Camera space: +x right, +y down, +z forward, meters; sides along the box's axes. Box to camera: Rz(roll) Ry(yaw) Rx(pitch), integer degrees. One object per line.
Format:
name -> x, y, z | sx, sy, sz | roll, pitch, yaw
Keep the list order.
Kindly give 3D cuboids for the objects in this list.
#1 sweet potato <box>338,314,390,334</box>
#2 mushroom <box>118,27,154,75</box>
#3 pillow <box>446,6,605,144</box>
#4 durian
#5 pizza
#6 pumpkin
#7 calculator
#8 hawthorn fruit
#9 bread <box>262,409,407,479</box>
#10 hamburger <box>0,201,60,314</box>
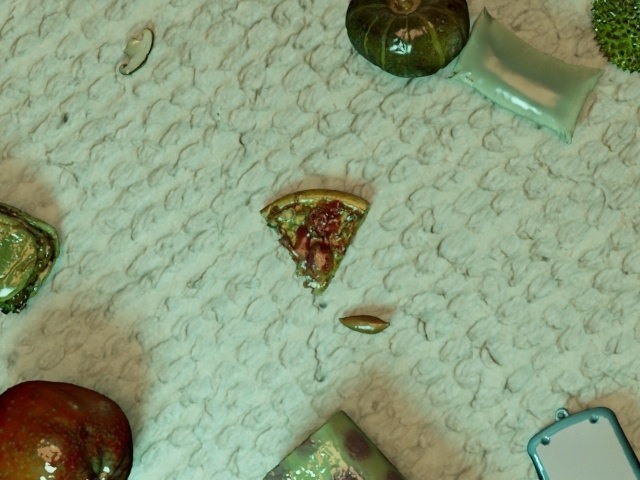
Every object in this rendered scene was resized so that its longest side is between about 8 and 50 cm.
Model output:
sweet potato -> 0.078, 0.149, 1.950 | 0.095, 0.034, 0.034 | 7, 85, 18
mushroom -> -0.341, -0.351, 2.047 | 0.049, 0.019, 0.101 | 32, 86, 7
pillow -> 0.363, -0.292, 1.935 | 0.254, 0.078, 0.144 | 30, 89, 9
durian -> 0.546, -0.406, 1.921 | 0.137, 0.095, 0.221 | 0, 79, 5
pizza -> 0.000, 0.000, 1.960 | 0.201, 0.053, 0.193 | -12, 83, 5
pumpkin -> 0.164, -0.381, 1.934 | 0.219, 0.162, 0.219 | -4, 59, 7
calculator -> 0.469, 0.422, 1.871 | 0.173, 0.051, 0.293 | -25, 82, 4
hawthorn fruit -> -0.477, 0.338, 1.896 | 0.300, 0.254, 0.254 | 41, 90, 24
bread -> 0.079, 0.466, 1.857 | 0.187, 0.155, 0.338 | -45, 82, 5
hamburger -> -0.590, 0.020, 2.001 | 0.206, 0.130, 0.183 | 30, 90, -11
